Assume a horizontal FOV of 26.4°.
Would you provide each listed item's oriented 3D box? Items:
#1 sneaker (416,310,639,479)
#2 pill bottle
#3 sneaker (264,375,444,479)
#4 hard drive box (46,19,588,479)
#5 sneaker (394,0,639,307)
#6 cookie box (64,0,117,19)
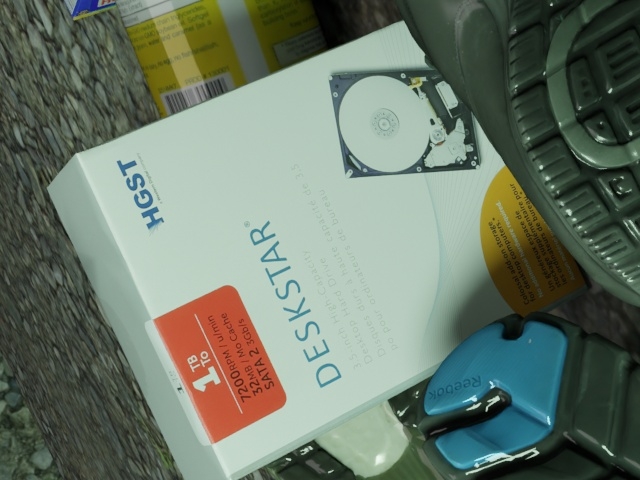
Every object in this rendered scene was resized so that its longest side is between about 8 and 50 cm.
[{"bbox_3d":[0.196,0.149,0.592,0.341,0.125,0.140,38,174,42],"label":"sneaker"},{"bbox_3d":[-0.072,-0.164,0.871,0.119,0.119,0.209,5,117,64],"label":"pill bottle"},{"bbox_3d":[0.106,0.199,0.907,0.410,0.158,0.182,55,-173,18],"label":"sneaker"},{"bbox_3d":[0.000,0.000,0.739,0.181,0.232,0.089,64,158,-1],"label":"hard drive box"},{"bbox_3d":[0.098,-0.096,0.624,0.130,0.109,0.286,106,142,-71],"label":"sneaker"},{"bbox_3d":[-0.142,-0.211,1.010,0.040,0.091,0.107,66,158,5],"label":"cookie box"}]
